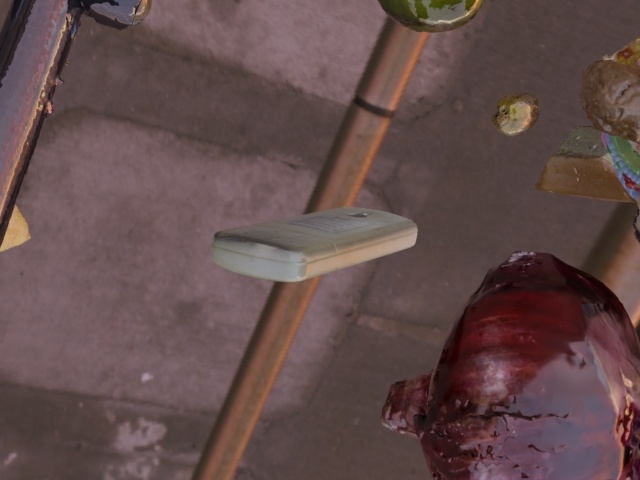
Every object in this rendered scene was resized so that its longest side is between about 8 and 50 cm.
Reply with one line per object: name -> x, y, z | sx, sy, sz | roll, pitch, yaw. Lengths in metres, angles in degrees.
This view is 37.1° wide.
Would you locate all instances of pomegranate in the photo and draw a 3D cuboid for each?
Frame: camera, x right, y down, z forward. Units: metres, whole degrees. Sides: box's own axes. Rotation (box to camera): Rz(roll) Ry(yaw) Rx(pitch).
pomegranate -> 0.115, -0.270, 0.957 | 0.130, 0.130, 0.130 | -7, 121, -12

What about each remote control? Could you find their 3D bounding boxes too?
remote control -> 0.000, 0.000, 0.895 | 0.233, 0.098, 0.038 | -15, 114, -57

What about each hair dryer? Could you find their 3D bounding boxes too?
hair dryer -> -0.153, -0.065, 0.425 | 0.114, 0.070, 0.248 | 19, 76, -11

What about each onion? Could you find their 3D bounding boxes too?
onion -> 0.155, 0.135, 0.757 | 0.219, 0.252, 0.252 | 1, 125, 19

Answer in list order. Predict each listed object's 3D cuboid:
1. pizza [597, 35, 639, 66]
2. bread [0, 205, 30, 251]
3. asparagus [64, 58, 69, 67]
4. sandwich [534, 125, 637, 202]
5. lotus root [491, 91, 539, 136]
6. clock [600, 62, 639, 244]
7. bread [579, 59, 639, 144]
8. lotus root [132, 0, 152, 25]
pizza -> 0.600, -0.261, 1.492 | 0.089, 0.323, 0.223 | -22, 143, -53
bread -> -0.337, -0.074, 0.745 | 0.167, 0.264, 0.163 | 16, 101, 5
asparagus -> -0.465, -0.260, 1.407 | 0.248, 0.025, 0.024 | -16, 114, -57
sandwich -> 0.443, -0.124, 1.530 | 0.094, 0.258, 0.096 | -45, 122, -25
lotus root -> 0.245, -0.158, 1.183 | 0.049, 0.099, 0.054 | 26, 114, 19
clock -> 0.353, -0.067, 0.933 | 0.100, 0.194, 0.195 | -18, 147, -12
bread -> 0.263, -0.106, 0.750 | 0.113, 0.082, 0.060 | 0, 118, -17
lotus root -> -0.287, -0.393, 1.361 | 0.089, 0.080, 0.179 | -7, 116, 12
